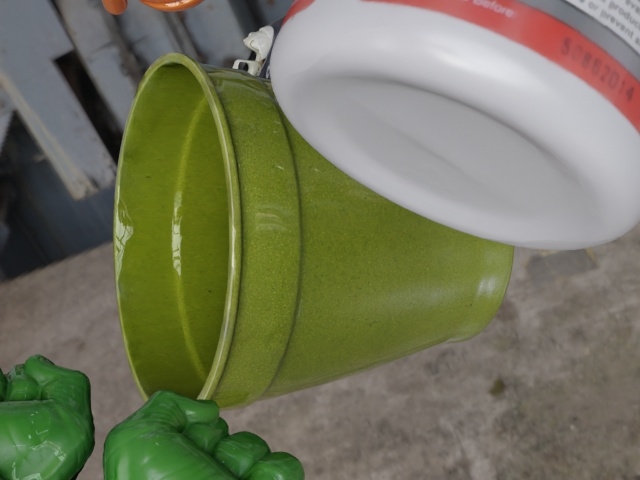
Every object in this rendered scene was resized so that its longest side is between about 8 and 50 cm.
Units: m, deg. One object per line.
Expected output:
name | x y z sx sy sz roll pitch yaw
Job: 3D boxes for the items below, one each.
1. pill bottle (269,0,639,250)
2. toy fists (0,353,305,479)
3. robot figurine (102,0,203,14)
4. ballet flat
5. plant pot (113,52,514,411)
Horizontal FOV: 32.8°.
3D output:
pill bottle | 0.136 -0.196 0.600 0.210 0.210 0.363 12 70 42
toy fists | -0.142 0.143 0.676 0.279 0.096 0.142 14 16 -3
robot figurine | -0.178 -0.327 1.179 0.128 0.219 0.158 1 78 14
ballet flat | -0.108 -0.304 1.846 0.074 0.074 0.203 33 97 51
plant pot | 0.000 0.000 1.159 0.353 0.367 0.366 1 25 -27
